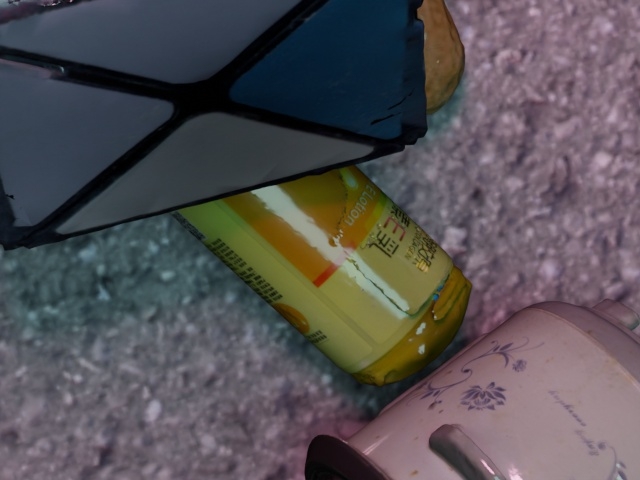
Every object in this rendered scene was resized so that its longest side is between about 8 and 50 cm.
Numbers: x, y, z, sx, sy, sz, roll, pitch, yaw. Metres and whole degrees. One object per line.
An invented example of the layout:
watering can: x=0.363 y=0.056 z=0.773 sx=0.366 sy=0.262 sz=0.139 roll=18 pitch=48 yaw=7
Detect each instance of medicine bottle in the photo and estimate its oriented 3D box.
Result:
medicine bottle: x=0.000 y=0.000 z=1.275 sx=0.239 sy=0.124 sz=0.124 roll=42 pitch=86 yaw=-10

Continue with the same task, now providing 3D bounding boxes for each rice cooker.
rice cooker: x=0.132 y=0.202 z=1.232 sx=0.316 sy=0.317 sz=0.264 roll=-41 pitch=60 yaw=-5

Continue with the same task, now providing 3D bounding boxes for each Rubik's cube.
Rubik's cube: x=-0.114 y=-0.205 z=1.095 sx=0.307 sy=0.310 sz=0.305 roll=-13 pitch=63 yaw=-3

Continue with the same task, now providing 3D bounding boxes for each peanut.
peanut: x=0.057 y=-0.185 z=1.298 sx=0.089 sy=0.089 sz=0.193 roll=-12 pitch=99 yaw=-9
